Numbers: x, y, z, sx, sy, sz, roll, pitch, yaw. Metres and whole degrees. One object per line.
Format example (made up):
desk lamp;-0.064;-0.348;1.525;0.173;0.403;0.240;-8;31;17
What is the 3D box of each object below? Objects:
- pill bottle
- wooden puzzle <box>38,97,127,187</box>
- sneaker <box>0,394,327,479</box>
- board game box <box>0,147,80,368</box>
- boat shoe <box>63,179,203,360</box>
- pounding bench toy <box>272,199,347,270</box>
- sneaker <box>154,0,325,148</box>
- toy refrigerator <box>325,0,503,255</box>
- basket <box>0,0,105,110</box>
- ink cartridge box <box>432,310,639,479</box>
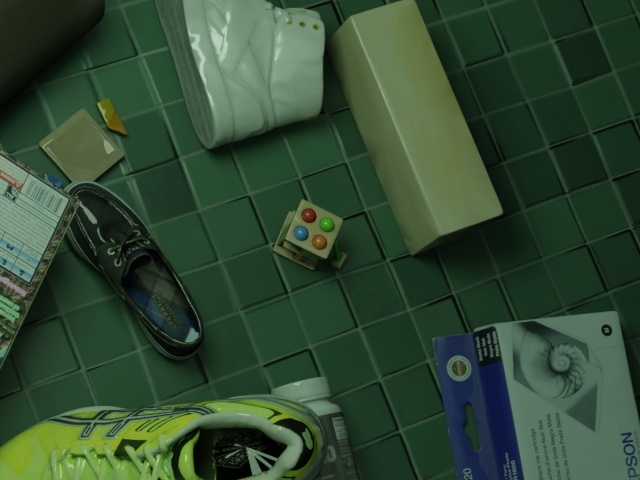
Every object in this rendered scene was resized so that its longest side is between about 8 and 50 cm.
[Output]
pill bottle;-0.006;0.221;1.945;0.078;0.078;0.137;-12;80;-20
wooden puzzle;-0.262;-0.100;1.984;0.116;0.014;0.078;-35;84;-22
sneaker;-0.184;0.223;1.830;0.384;0.147;0.145;-14;81;-4
board game box;-0.419;0.030;1.793;0.232;0.141;0.291;35;67;-29
boat shoe;-0.199;0.028;1.932;0.080;0.076;0.228;-32;90;-19
pounding bench toy;0.000;0.000;2.011;0.083;0.065;0.052;26;70;-10
sneaker;-0.089;-0.261;2.036;0.169;0.108;0.293;-15;91;-22
toy refrigerator;0.108;-0.130;2.059;0.094;0.102;0.270;-19;82;-21
basket;-0.357;-0.235;1.919;0.227;0.154;0.204;-37;87;-26
ink cartridge box;0.254;0.199;2.050;0.224;0.045;0.223;-7;79;-18
